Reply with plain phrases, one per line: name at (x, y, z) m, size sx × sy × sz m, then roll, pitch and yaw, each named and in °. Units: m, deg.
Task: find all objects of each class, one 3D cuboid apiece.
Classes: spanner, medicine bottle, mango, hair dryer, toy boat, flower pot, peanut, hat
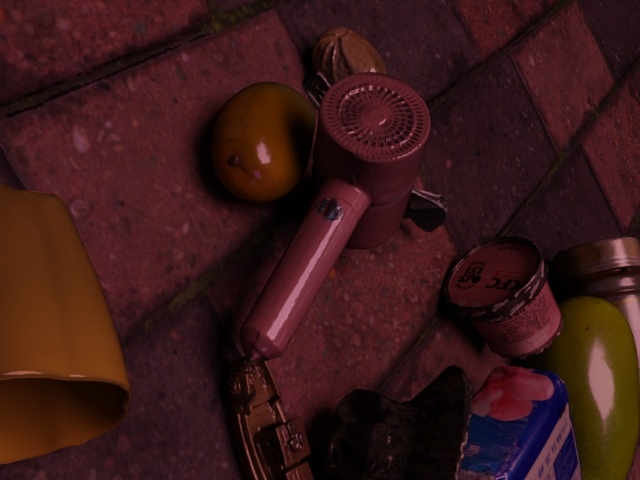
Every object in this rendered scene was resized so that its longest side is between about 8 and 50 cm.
spanner at (0.074, -0.106, 1.125) m, size 0.325 × 0.093 × 0.026 m, roll 47°, pitch 37°, yaw -39°
medicine bottle at (0.517, 0.169, 1.493) m, size 0.151 × 0.151 × 0.322 m, roll 8°, pitch 68°, yaw -47°
mango at (-0.062, -0.119, 1.002) m, size 0.130 × 0.092 × 0.194 m, roll 59°, pitch 34°, yaw -9°
hair dryer at (0.000, 0.000, 0.959) m, size 0.125 × 0.210 × 0.352 m, roll 26°, pitch 61°, yaw 10°
toy boat at (-0.045, 0.218, 0.890) m, size 0.064 × 0.072 × 0.206 m, roll -17°, pitch 86°, yaw -49°
mango at (0.409, 0.254, 1.330) m, size 0.192 × 0.156 × 0.343 m, roll 16°, pitch 68°, yaw -28°
flower pot at (-0.252, 0.060, 0.647) m, size 0.195 × 0.195 × 0.179 m, roll 12°, pitch 52°, yaw -46°
peanut at (0.060, -0.192, 1.168) m, size 0.090 × 0.098 × 0.214 m, roll -32°, pitch 101°, yaw -48°
hat at (0.068, 0.241, 0.954) m, size 0.128 × 0.265 × 0.265 m, roll 17°, pitch 52°, yaw 2°

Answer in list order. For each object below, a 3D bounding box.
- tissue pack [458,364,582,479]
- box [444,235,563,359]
tissue pack at (0.241, 0.317, 1.120) m, size 0.269 × 0.137 × 0.209 m, roll -36°, pitch 114°, yaw -53°
box at (0.279, 0.091, 1.264) m, size 0.135 × 0.151 × 0.151 m, roll 54°, pitch 41°, yaw -29°
